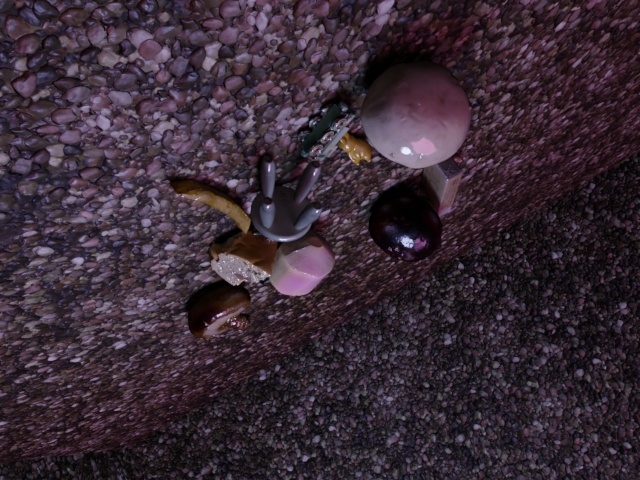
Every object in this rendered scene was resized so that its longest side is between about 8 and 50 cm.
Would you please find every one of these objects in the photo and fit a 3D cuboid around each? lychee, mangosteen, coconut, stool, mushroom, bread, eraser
[{"bbox_3d":[-0.174,-0.041,1.734,0.114,0.114,0.146,-45,172,32],"label":"lychee"},{"bbox_3d":[0.352,-0.063,2.080,0.293,0.297,0.297,-51,157,-3],"label":"mangosteen"},{"bbox_3d":[-0.072,0.070,1.956,0.233,0.233,0.245,-6,148,-43],"label":"coconut"},{"bbox_3d":[-0.097,-0.123,1.525,0.196,0.195,0.198,6,151,-15],"label":"stool"},{"bbox_3d":[-0.404,0.288,2.096,0.278,0.163,0.297,14,133,-46],"label":"mushroom"},{"bbox_3d":[0.243,-0.330,1.456,0.315,0.314,0.336,-21,177,-18],"label":"mushroom"},{"bbox_3d":[-0.278,0.032,1.811,0.211,0.224,0.184,36,130,-19],"label":"bread"},{"bbox_3d":[0.476,-0.225,2.056,0.078,0.144,0.343,-28,158,-6],"label":"eraser"}]

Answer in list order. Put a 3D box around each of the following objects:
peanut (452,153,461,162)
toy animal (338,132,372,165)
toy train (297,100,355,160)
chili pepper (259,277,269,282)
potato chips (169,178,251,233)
[{"bbox_3d":[0.525,-0.323,2.045,0.083,0.037,0.037,-20,155,-25],"label":"peanut"},{"bbox_3d":[0.093,-0.299,1.581,0.070,0.083,0.159,-13,157,36],"label":"toy animal"},{"bbox_3d":[0.022,-0.310,1.454,0.194,0.080,0.125,-45,163,27],"label":"toy train"},{"bbox_3d":[-0.235,0.132,2.085,0.098,0.061,0.224,-38,154,5],"label":"chili pepper"},{"bbox_3d":[-0.297,-0.104,1.529,0.080,0.057,0.407,-36,156,8],"label":"potato chips"}]
